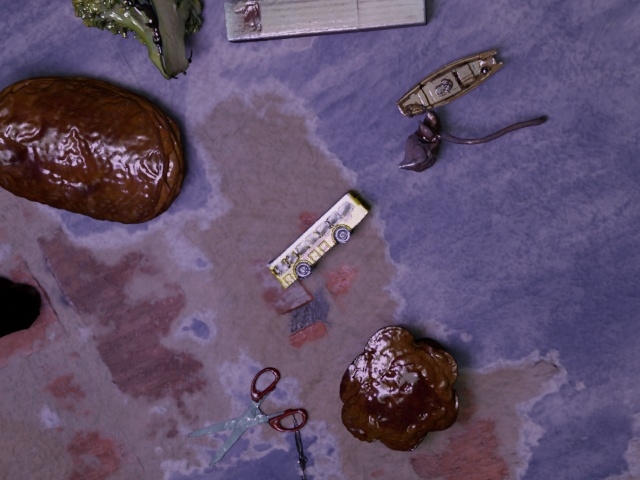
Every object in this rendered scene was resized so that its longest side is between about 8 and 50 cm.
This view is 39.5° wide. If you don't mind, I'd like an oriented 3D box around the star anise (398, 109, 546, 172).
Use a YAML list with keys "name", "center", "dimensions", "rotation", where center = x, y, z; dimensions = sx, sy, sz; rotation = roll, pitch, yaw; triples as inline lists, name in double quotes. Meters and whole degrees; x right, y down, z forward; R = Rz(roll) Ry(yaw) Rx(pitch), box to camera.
- name: "star anise"
  center: [0.279, -0.174, 1.652]
  dimensions: [0.227, 0.148, 0.218]
  rotation: [18, 58, 16]

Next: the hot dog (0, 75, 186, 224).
- name: "hot dog"
  center: [-0.449, -0.173, 1.725]
  dimensions: [0.387, 0.174, 0.267]
  rotation: [14, 104, -4]

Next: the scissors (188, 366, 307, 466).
- name: "scissors"
  center: [-0.158, 0.378, 1.851]
  dimensions: [0.248, 0.017, 0.144]
  rotation: [-34, 89, 14]

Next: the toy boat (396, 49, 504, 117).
- name: "toy boat"
  center: [0.239, -0.292, 1.652]
  dimensions: [0.206, 0.072, 0.064]
  rotation: [-28, 97, 13]

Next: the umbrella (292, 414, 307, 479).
- name: "umbrella"
  center: [-0.043, 0.431, 1.844]
  dimensions: [0.022, 0.022, 0.148]
  rotation: [-12, 99, -28]

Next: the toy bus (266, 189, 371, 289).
- name: "toy bus"
  center: [0.000, 0.000, 1.732]
  dimensions: [0.226, 0.081, 0.074]
  rotation: [-42, 93, 13]

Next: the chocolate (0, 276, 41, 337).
- name: "chocolate"
  center: [-0.644, 0.136, 1.851]
  dimensions: [0.149, 0.080, 0.125]
  rotation: [13, 113, -1]

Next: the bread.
- name: "bread"
  center: [0.157, 0.294, 1.733]
  dimensions: [0.232, 0.135, 0.246]
  rotation: [29, 102, 2]

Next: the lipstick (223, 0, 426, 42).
- name: "lipstick"
  center: [0.011, -0.423, 1.659]
  dimensions: [0.371, 0.076, 0.079]
  rotation: [-3, 98, 9]

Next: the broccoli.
- name: "broccoli"
  center: [-0.347, -0.414, 1.650]
  dimensions: [0.180, 0.242, 0.273]
  rotation: [-9, 92, 31]
